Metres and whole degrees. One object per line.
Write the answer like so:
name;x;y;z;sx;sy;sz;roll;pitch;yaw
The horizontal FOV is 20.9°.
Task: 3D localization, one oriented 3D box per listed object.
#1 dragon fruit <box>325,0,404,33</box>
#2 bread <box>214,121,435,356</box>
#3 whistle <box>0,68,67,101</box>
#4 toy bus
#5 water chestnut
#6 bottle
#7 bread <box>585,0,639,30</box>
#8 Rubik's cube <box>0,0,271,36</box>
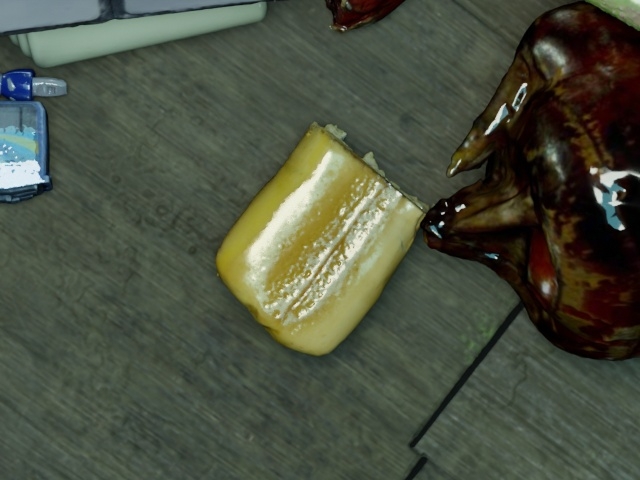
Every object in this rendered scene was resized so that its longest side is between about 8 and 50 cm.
dragon fruit;0.068;-0.250;1.398;0.161;0.120;0.127;-24;103;-9
bread;-0.001;-0.001;1.425;0.134;0.085;0.173;40;88;-11
whistle;-0.249;-0.125;1.416;0.083;0.029;0.033;3;131;-2
toy bus;-0.334;-0.071;1.390;0.236;0.079;0.094;1;78;-7
water chestnut;0.232;-0.043;1.375;0.244;0.289;0.289;14;94;26
bottle;-0.170;-0.200;1.380;0.245;0.104;0.104;-13;96;-5
bread;0.284;-0.202;1.353;0.301;0.301;0.045;20;119;-8
Rubik's cube;-0.171;-0.354;1.215;0.313;0.318;0.316;-8;67;-7
